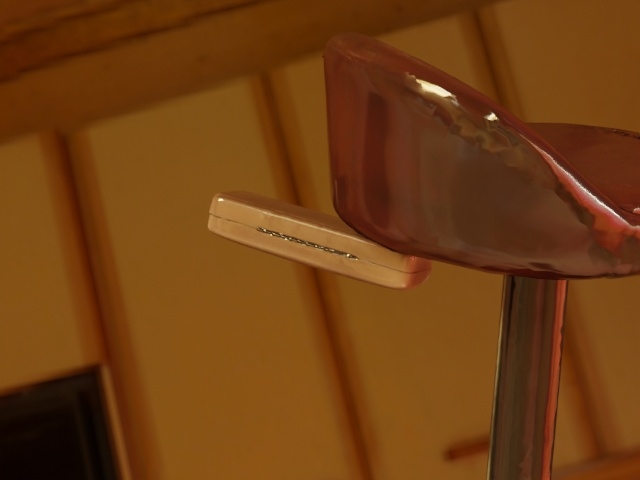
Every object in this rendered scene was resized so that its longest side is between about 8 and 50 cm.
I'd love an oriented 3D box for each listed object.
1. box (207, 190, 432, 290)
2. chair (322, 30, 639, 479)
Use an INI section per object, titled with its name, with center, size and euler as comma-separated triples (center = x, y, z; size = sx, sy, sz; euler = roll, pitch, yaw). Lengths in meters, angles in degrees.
[box]
center = 0.000, 0.000, 1.017
size = 0.115, 0.025, 0.048
euler = 17, -173, 16
[chair]
center = 0.104, 0.090, 1.016
size = 0.226, 0.401, 0.226
euler = 2, -165, 0
